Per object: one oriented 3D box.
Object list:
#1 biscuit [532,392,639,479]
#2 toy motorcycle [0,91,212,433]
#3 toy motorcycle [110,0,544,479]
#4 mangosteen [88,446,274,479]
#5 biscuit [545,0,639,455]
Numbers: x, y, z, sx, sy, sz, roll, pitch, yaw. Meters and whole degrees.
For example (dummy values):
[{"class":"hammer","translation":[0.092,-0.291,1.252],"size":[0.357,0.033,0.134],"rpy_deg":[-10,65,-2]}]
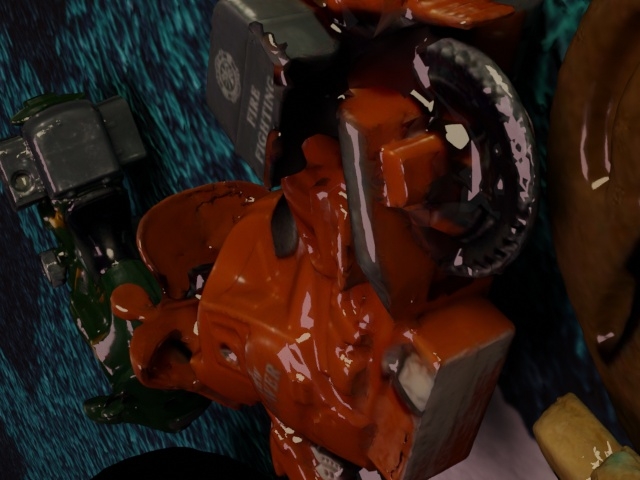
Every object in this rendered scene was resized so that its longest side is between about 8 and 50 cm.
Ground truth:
[{"class":"biscuit","translation":[0.136,0.129,0.385],"size":[0.153,0.030,0.234],"rpy_deg":[51,-179,-33]},{"class":"toy motorcycle","translation":[-0.144,0.023,0.831],"size":[0.274,0.125,0.187],"rpy_deg":[69,162,-10]},{"class":"toy motorcycle","translation":[0.000,0.000,0.534],"size":[0.221,0.148,0.325],"rpy_deg":[48,144,33]},{"class":"mangosteen","translation":[-0.123,0.280,0.842],"size":[0.287,0.288,0.233],"rpy_deg":[41,120,37]},{"class":"biscuit","translation":[0.204,0.044,0.301],"size":[0.367,0.063,0.314],"rpy_deg":[-1,112,60]}]
